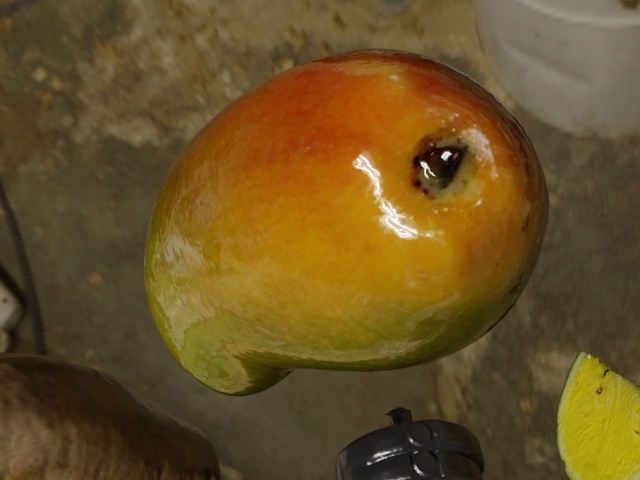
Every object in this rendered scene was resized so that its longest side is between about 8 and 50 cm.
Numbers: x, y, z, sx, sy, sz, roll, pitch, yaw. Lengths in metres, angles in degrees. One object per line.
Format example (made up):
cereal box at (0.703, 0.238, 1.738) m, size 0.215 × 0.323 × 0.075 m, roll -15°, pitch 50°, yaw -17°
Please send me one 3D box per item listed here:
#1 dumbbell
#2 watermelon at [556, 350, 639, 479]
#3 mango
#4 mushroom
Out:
dumbbell at (0.123, 0.370, 1.747) m, size 0.185 × 0.185 × 0.388 m, roll -14°, pitch 57°, yaw 5°
watermelon at (0.225, 0.158, 1.157) m, size 0.075 × 0.181 × 0.092 m, roll -25°, pitch 110°, yaw -9°
mango at (-0.003, -0.004, 0.697) m, size 0.146 × 0.289 × 0.129 m, roll 41°, pitch 59°, yaw -21°
mushroom at (-0.290, 0.199, 1.538) m, size 0.397 × 0.314 × 0.224 m, roll -9°, pitch 54°, yaw -21°
